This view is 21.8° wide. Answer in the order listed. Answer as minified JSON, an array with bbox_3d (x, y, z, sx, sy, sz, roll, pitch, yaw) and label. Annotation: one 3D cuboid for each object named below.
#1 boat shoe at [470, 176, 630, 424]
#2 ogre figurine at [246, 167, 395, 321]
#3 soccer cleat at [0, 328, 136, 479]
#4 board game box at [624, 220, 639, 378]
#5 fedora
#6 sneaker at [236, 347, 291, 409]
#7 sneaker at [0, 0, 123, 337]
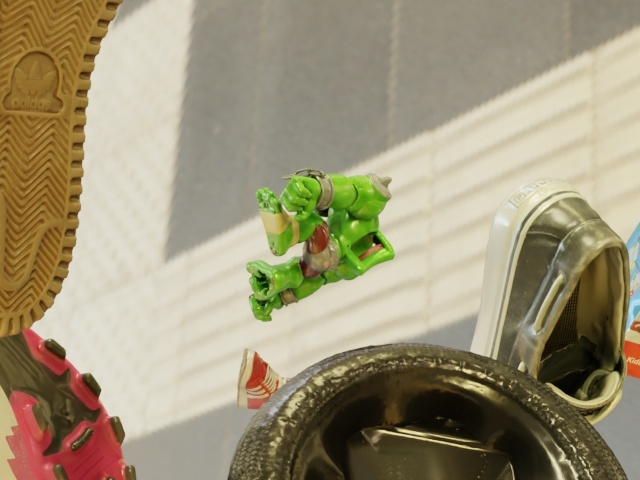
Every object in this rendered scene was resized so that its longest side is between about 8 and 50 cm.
[{"bbox_3d":[0.198,0.110,1.417,0.119,0.121,0.335,48,153,46],"label":"boat shoe"},{"bbox_3d":[0.000,0.000,1.543,0.097,0.118,0.197,46,142,46],"label":"ogre figurine"},{"bbox_3d":[-0.273,0.118,1.310,0.143,0.331,0.116,-21,19,30],"label":"soccer cleat"},{"bbox_3d":[0.463,0.023,1.632,0.302,0.308,0.086,-63,24,28],"label":"board game box"},{"bbox_3d":[0.073,0.237,1.193,0.152,0.334,0.334,103,159,-44],"label":"fedora"},{"bbox_3d":[-0.053,0.150,1.742,0.118,0.067,0.042,96,-173,-64],"label":"sneaker"},{"bbox_3d":[-0.177,-0.107,0.807,0.153,0.099,0.282,15,94,41],"label":"sneaker"}]
